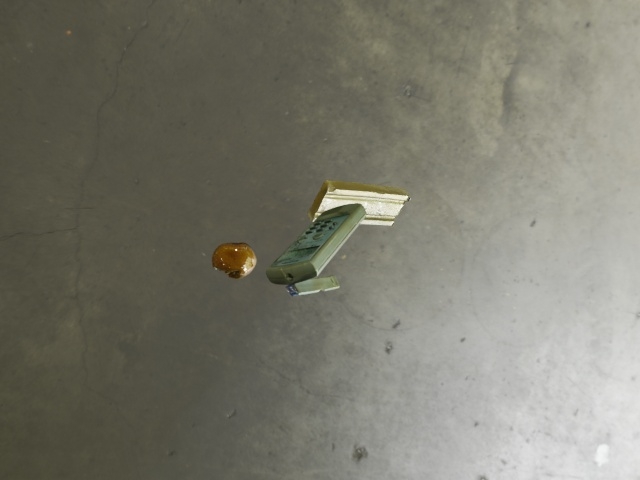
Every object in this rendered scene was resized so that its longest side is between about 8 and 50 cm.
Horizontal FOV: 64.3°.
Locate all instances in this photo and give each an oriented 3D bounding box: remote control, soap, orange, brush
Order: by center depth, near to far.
[{"bbox_3d":[0.000,0.000,0.881,0.233,0.098,0.038,-49,120,-50],"label":"remote control"},{"bbox_3d":[-0.168,0.040,0.991,0.086,0.062,0.086,-3,133,-3],"label":"orange"},{"bbox_3d":[-0.013,0.099,1.093,0.030,0.178,0.033,-37,73,25],"label":"brush"},{"bbox_3d":[0.088,-0.079,1.122,0.251,0.037,0.092,1,130,-40],"label":"soap"}]
